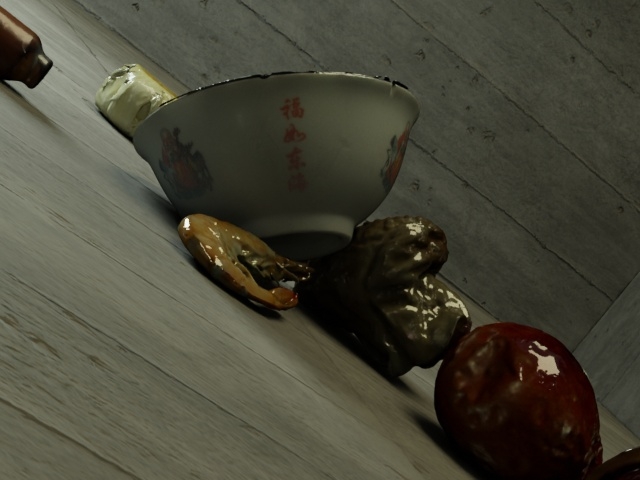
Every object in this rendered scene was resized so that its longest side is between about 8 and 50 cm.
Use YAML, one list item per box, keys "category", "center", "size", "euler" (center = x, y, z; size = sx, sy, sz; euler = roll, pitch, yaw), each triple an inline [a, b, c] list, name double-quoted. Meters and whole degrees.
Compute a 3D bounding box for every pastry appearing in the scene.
- category: "pastry"
  center: [-0.244, -0.184, 2.204]
  size: [0.166, 0.088, 0.166]
  euler: [38, 6, -5]

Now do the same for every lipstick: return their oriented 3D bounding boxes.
- category: "lipstick"
  center: [-0.485, -0.323, 1.783]
  size: [0.418, 0.077, 0.077]
  euler: [40, 5, -5]

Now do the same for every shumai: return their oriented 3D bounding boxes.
- category: "shumai"
  center: [0.070, 0.086, 1.902]
  size: [0.184, 0.218, 0.185]
  euler: [24, 54, -50]

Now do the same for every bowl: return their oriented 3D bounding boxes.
- category: "bowl"
  center: [-0.043, -0.065, 1.817]
  size: [0.345, 0.346, 0.157]
  euler: [28, 52, -65]

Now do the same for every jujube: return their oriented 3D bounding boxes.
- category: "jujube"
  center: [0.235, 0.204, 1.766]
  size: [0.190, 0.190, 0.255]
  euler: [44, -10, 47]

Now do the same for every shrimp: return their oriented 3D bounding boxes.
- category: "shrimp"
  center: [-0.069, 0.032, 1.686]
  size: [0.133, 0.053, 0.236]
  euler: [39, 8, 32]

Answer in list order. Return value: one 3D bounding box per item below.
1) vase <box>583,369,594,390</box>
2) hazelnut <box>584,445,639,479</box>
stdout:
- category: "vase"
  center: [0.349, 0.243, 2.370]
  size: [0.143, 0.143, 0.299]
  euler: [39, 3, 10]
- category: "hazelnut"
  center: [0.333, 0.300, 1.530]
  size: [0.202, 0.170, 0.160]
  euler: [32, -27, 37]
